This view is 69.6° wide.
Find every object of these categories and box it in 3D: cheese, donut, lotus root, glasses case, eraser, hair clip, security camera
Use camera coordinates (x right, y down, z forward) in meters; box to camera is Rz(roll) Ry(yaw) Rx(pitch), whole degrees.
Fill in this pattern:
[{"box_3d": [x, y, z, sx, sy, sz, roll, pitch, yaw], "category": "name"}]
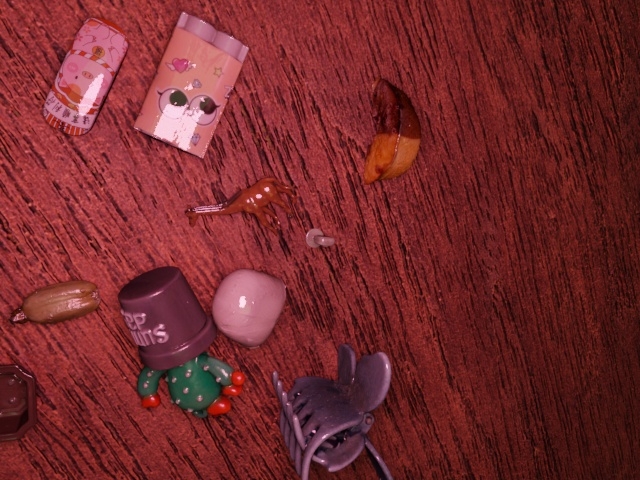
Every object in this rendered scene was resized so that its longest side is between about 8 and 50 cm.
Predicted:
[{"box_3d": [-0.179, 0.165, 1.150, 0.189, 0.155, 0.197, 34, 76, -47], "category": "cheese"}, {"box_3d": [0.209, -0.296, 1.248, 0.113, 0.151, 0.294, 0, 97, -29], "category": "donut"}, {"box_3d": [-0.606, 0.145, 1.059, 0.183, 0.077, 0.090, -17, 96, -19], "category": "lotus root"}, {"box_3d": [-0.519, -0.362, 1.024, 0.103, 0.067, 0.266, 24, 89, -19], "category": "glasses case"}, {"box_3d": [-0.304, -0.360, 1.088, 0.171, 0.087, 0.290, 23, 90, -22], "category": "eraser"}, {"box_3d": [0.023, 0.453, 1.197, 0.239, 0.318, 0.391, -8, 102, -17], "category": "hair clip"}, {"box_3d": [0.000, 0.000, 1.241, 0.058, 0.092, 0.058, -3, 100, -20], "category": "security camera"}]

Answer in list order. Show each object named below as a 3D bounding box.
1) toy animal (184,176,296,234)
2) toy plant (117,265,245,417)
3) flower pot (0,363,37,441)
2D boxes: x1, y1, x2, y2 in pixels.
[{"box_3d": [-0.199, -0.084, 1.180, 0.230, 0.066, 0.224, 32, 106, -30], "category": "toy animal"}, {"box_3d": [-0.345, 0.270, 1.116, 0.280, 0.185, 0.399, -18, 113, -4], "category": "toy plant"}, {"box_3d": [-0.769, 0.356, 1.031, 0.251, 0.084, 0.178, 0, 98, -18], "category": "flower pot"}]
